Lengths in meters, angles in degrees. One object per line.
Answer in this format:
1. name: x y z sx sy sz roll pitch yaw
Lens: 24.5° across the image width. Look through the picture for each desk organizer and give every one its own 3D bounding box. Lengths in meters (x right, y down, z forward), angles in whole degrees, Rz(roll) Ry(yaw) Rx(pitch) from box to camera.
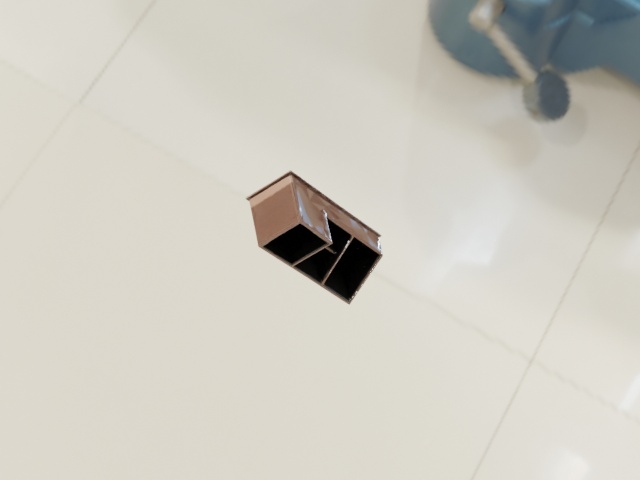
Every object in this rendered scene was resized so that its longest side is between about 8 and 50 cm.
1. desk organizer: 0.000 0.000 1.191 0.047 0.130 0.050 -30 51 23
